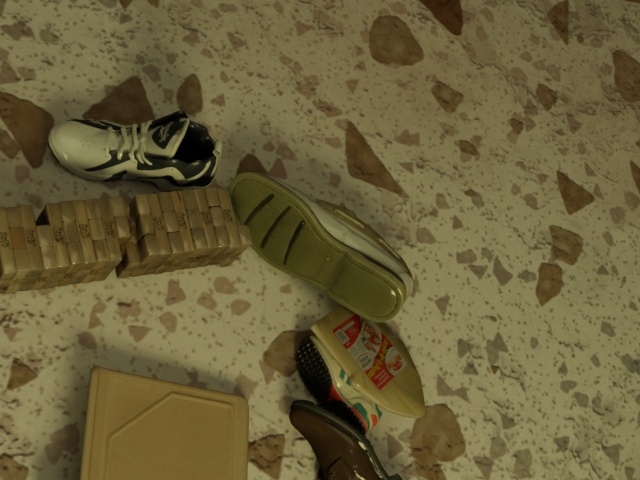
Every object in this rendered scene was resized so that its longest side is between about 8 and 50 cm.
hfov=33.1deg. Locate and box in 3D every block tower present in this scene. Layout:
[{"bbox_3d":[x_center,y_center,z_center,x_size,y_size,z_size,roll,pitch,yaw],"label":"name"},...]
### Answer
[{"bbox_3d":[-0.267,-0.004,1.430,0.336,0.091,0.097,-5,72,-29],"label":"block tower"}]

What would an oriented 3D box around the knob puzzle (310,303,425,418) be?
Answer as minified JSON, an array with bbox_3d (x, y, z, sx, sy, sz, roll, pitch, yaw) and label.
[{"bbox_3d":[0.076,0.178,1.526,0.213,0.030,0.213,37,27,-23],"label":"knob puzzle"}]

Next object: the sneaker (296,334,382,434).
[{"bbox_3d":[0.030,0.200,1.523,0.075,0.057,0.161,-25,79,-50],"label":"sneaker"}]

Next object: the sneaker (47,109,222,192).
[{"bbox_3d":[-0.241,-0.135,1.462,0.235,0.153,0.094,21,60,-18],"label":"sneaker"}]

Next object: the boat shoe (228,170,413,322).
[{"bbox_3d":[0.000,0.000,1.564,0.302,0.113,0.103,39,29,1],"label":"boat shoe"}]

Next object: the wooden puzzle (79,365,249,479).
[{"bbox_3d":[-0.195,0.284,1.355,0.239,0.044,0.220,19,55,-31],"label":"wooden puzzle"}]

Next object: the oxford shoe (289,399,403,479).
[{"bbox_3d":[0.030,0.311,1.452,0.227,0.083,0.096,48,61,0],"label":"oxford shoe"}]
